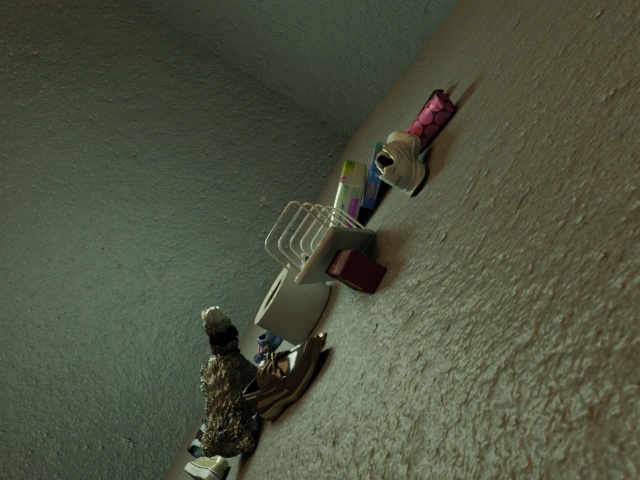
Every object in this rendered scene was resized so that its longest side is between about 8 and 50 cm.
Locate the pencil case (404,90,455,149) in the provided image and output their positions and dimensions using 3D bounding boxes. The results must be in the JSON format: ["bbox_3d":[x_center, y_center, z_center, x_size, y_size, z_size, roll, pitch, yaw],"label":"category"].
[{"bbox_3d":[0.332,-0.367,1.548,0.209,0.095,0.098,-49,-1,44],"label":"pencil case"}]

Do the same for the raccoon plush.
[{"bbox_3d":[-0.331,0.470,1.570,0.216,0.446,0.299,-25,14,5],"label":"raccoon plush"}]

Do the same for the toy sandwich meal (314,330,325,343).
[{"bbox_3d":[-0.015,0.298,1.449,0.085,0.029,0.085,-58,8,13],"label":"toy sandwich meal"}]

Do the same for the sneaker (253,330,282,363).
[{"bbox_3d":[-0.231,0.435,2.090,0.221,0.087,0.083,-55,8,28],"label":"sneaker"}]

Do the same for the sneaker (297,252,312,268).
[{"bbox_3d":[-0.097,0.183,2.037,0.296,0.131,0.112,-60,9,9],"label":"sneaker"}]

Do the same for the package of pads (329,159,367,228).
[{"bbox_3d":[0.108,-0.153,1.886,0.296,0.101,0.229,-73,-6,-63],"label":"package of pads"}]

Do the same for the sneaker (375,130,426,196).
[{"bbox_3d":[0.226,-0.251,1.460,0.297,0.130,0.111,-91,25,-53],"label":"sneaker"}]

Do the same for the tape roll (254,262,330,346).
[{"bbox_3d":[-0.098,0.225,1.735,0.246,0.169,0.246,-57,8,13],"label":"tape roll"}]

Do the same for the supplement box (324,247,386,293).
[{"bbox_3d":[0.089,0.081,1.329,0.080,0.104,0.188,-60,8,-7],"label":"supplement box"}]

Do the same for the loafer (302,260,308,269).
[{"bbox_3d":[0.014,0.084,1.920,0.251,0.094,0.087,-51,-17,-3],"label":"loafer"}]

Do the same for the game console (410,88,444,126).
[{"bbox_3d":[0.326,-0.366,1.738,0.361,0.044,0.213,-59,8,16],"label":"game console"}]

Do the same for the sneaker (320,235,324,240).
[{"bbox_3d":[0.043,-0.010,2.167,0.059,0.053,0.144,-62,17,-10],"label":"sneaker"}]

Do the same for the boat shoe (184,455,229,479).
[{"bbox_3d":[-0.393,0.809,1.742,0.094,0.109,0.302,-46,9,-33],"label":"boat shoe"}]

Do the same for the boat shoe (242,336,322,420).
[{"bbox_3d":[-0.120,0.387,1.402,0.355,0.130,0.132,-55,9,31],"label":"boat shoe"}]

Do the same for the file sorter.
[{"bbox_3d":[0.000,0.000,1.507,0.192,0.173,0.278,-57,-25,17],"label":"file sorter"}]

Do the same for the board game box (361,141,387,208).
[{"bbox_3d":[0.199,-0.241,1.823,0.210,0.047,0.160,-74,-3,-49],"label":"board game box"}]

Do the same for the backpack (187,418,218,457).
[{"bbox_3d":[-0.436,0.788,1.952,0.158,0.117,0.173,-63,8,-27],"label":"backpack"}]
